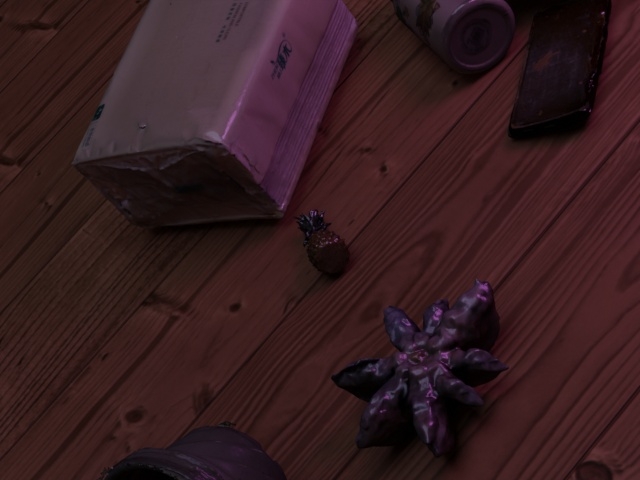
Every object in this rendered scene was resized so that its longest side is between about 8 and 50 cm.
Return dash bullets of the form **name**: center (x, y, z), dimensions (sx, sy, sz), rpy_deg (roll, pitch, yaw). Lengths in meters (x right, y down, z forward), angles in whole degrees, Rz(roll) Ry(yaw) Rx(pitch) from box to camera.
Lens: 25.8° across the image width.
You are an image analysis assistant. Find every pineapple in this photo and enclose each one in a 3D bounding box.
- **pineapple**: center (0.000, 0.000, 1.872), dimensions (0.058, 0.058, 0.124), rpy_deg (-38, 27, 3)

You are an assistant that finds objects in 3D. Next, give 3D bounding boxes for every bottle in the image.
- **bottle**: center (0.170, -0.339, 1.990), dimensions (0.120, 0.120, 0.253), rpy_deg (-38, 39, 2)

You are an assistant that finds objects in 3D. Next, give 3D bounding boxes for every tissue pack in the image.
- **tissue pack**: center (-0.148, -0.217, 2.046), dimensions (0.297, 0.207, 0.380), rpy_deg (-6, 51, 35)

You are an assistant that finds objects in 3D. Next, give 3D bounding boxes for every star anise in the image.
- **star anise**: center (0.122, 0.146, 1.607), dimensions (0.236, 0.093, 0.229), rpy_deg (-42, 41, 1)

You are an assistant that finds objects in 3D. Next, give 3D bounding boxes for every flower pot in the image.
- **flower pot**: center (-0.126, 0.302, 1.586), dimensions (0.235, 0.235, 0.140), rpy_deg (-1, 32, 36)

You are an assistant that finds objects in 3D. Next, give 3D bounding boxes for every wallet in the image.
- **wallet**: center (0.320, -0.232, 1.846), dimensions (0.122, 0.031, 0.232), rpy_deg (-11, 46, 35)
